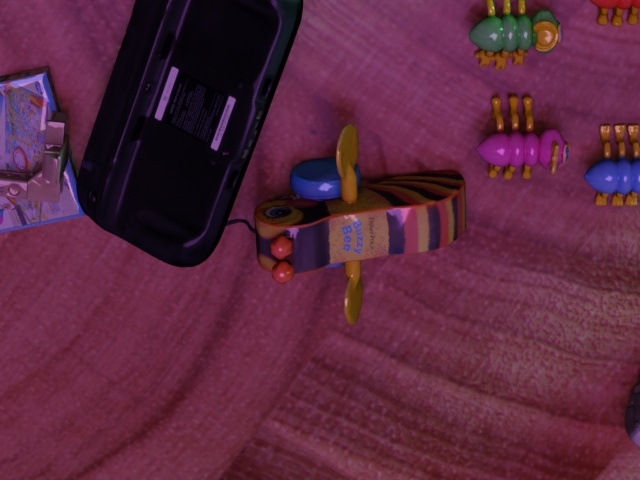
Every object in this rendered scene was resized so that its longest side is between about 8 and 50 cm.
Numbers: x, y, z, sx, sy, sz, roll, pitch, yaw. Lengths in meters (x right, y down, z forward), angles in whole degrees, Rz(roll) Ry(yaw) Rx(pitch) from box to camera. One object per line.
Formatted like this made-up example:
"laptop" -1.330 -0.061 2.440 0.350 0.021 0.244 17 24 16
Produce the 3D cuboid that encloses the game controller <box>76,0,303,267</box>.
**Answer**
"game controller" -0.128 -0.136 1.887 0.166 0.067 0.319 26 108 15

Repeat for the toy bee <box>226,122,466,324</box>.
"toy bee" 0.000 0.000 1.922 0.298 0.162 0.195 -23 112 8

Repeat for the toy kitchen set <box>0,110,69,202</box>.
"toy kitchen set" -0.286 -0.078 1.906 0.075 0.068 0.083 6 111 -3

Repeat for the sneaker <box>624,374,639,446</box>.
"sneaker" 0.433 0.126 2.005 0.281 0.105 0.115 -43 106 14

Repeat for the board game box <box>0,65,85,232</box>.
"board game box" -0.301 -0.088 1.955 0.103 0.026 0.154 -11 111 3

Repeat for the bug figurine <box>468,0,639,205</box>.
"bug figurine" 0.254 -0.149 1.912 0.216 0.072 0.279 -4 112 1
